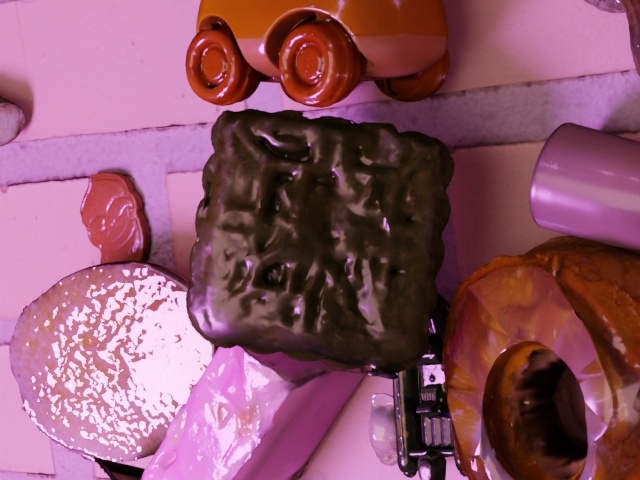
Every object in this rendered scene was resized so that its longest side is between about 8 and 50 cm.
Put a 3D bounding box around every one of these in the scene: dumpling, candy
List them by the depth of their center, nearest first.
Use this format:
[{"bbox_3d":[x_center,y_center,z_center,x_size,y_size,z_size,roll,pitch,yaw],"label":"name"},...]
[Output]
[{"bbox_3d":[0.081,0.205,1.842,0.059,0.043,0.077,-6,78,23],"label":"dumpling"},{"bbox_3d":[-0.078,0.209,1.897,0.116,0.155,0.265,48,123,26],"label":"candy"}]

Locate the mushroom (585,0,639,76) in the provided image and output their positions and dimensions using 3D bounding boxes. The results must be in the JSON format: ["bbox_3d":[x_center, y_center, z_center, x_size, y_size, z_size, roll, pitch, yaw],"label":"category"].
[{"bbox_3d":[0.310,-0.268,1.513,0.247,0.130,0.344,-19,85,35],"label":"mushroom"}]

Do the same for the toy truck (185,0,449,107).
[{"bbox_3d":[0.008,-0.238,1.714,0.288,0.204,0.211,6,99,42],"label":"toy truck"}]

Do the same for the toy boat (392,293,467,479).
[{"bbox_3d":[0.116,0.154,1.790,0.104,0.052,0.210,-7,86,42],"label":"toy boat"}]

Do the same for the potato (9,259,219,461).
[{"bbox_3d":[-0.221,0.140,2.029,0.299,0.116,0.239,-24,84,30],"label":"potato"}]

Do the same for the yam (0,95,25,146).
[{"bbox_3d":[-0.444,-0.165,2.184,0.146,0.070,0.070,23,112,42],"label":"yam"}]

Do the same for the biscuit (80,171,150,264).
[{"bbox_3d":[-0.253,-0.022,2.085,0.102,0.019,0.130,-24,82,38],"label":"biscuit"}]

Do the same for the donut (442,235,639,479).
[{"bbox_3d":[0.245,0.160,1.622,0.330,0.160,0.330,8,103,38],"label":"donut"}]

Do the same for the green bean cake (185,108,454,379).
[{"bbox_3d":[0.000,0.000,1.709,0.250,0.156,0.247,9,89,2],"label":"green bean cake"}]

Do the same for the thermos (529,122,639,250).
[{"bbox_3d":[0.309,-0.054,1.580,0.193,0.105,0.137,17,77,32],"label":"thermos"}]

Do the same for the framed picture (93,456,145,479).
[{"bbox_3d":[-0.162,0.328,1.972,0.010,0.195,0.199,-48,65,4],"label":"framed picture"}]
